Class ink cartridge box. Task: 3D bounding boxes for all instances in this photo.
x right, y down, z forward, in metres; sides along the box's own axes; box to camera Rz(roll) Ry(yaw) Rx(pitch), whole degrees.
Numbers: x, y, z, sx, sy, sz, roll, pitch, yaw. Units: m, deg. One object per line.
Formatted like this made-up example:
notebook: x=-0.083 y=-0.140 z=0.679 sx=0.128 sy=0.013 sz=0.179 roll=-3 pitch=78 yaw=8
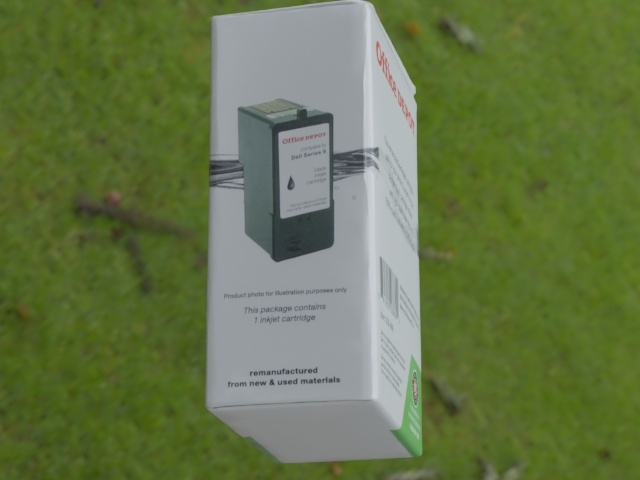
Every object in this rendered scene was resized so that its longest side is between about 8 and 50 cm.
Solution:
ink cartridge box: x=0.000 y=0.000 z=1.402 sx=0.211 sy=0.121 sz=0.289 roll=55 pitch=33 yaw=-69
